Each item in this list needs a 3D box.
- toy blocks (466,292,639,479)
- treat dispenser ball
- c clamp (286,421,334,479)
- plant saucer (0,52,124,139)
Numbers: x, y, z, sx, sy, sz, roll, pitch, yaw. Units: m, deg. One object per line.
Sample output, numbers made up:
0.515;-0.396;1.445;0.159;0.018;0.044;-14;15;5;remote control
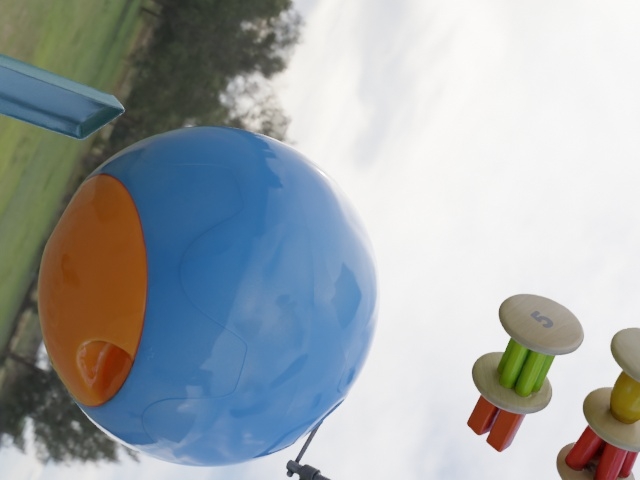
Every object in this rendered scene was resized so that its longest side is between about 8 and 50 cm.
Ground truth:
0.149;0.116;0.611;0.054;0.123;0.148;-65;171;-56;toy blocks
-0.092;0.046;0.828;0.288;0.288;0.288;-57;-163;28;treat dispenser ball
0.017;0.261;0.934;0.161;0.022;0.137;24;-107;37;c clamp
-0.252;-0.124;0.763;0.067;0.192;0.018;-23;-119;39;plant saucer
